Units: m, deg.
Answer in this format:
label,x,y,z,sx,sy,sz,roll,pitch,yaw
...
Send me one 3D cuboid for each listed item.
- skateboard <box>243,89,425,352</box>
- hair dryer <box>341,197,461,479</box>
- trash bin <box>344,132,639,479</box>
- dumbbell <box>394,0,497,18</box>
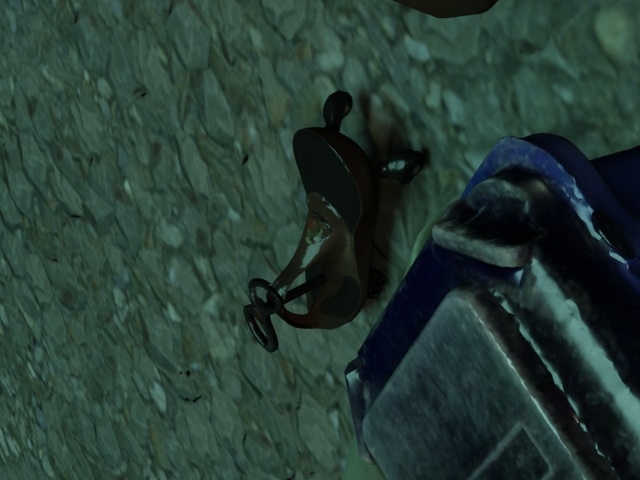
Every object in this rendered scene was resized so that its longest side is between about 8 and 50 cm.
label,x,y,z,sx,sy,sz,roll,pitch,yaw
skateboard,0.000,0.000,0.886,0.067,0.080,0.151,41,143,30
hair dryer,0.161,0.157,0.706,0.362,0.128,0.203,42,140,26
trash bin,0.150,0.046,0.518,0.184,0.234,0.162,58,150,19
dumbbell,0.098,-0.141,0.637,0.082,0.092,0.231,49,156,-23
